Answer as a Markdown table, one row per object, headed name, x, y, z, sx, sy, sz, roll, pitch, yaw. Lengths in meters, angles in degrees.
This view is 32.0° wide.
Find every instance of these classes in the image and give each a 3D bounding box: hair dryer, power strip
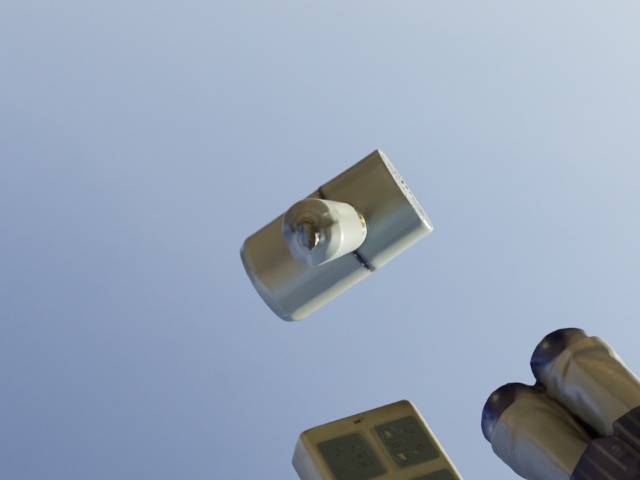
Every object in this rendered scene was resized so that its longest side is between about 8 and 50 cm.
| name | x | y | z | sx | sy | sz | roll | pitch | yaw |
| --- | --- | --- | --- | --- | --- | --- | --- | --- | --- |
| hair dryer | 0.000 | 0.000 | 0.472 | 0.082 | 0.047 | 0.137 | -34 | 177 | 8 |
| power strip | 0.103 | 0.265 | 0.778 | 0.106 | 0.043 | 0.367 | -13 | -130 | -28 |

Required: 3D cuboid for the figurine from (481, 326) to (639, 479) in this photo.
| name | x | y | z | sx | sy | sz | roll | pitch | yaw |
| --- | --- | --- | --- | --- | --- | --- | --- | --- | --- |
| figurine | 0.179 | 0.151 | 0.518 | 0.274 | 0.133 | 0.194 | 11 | -119 | 47 |
